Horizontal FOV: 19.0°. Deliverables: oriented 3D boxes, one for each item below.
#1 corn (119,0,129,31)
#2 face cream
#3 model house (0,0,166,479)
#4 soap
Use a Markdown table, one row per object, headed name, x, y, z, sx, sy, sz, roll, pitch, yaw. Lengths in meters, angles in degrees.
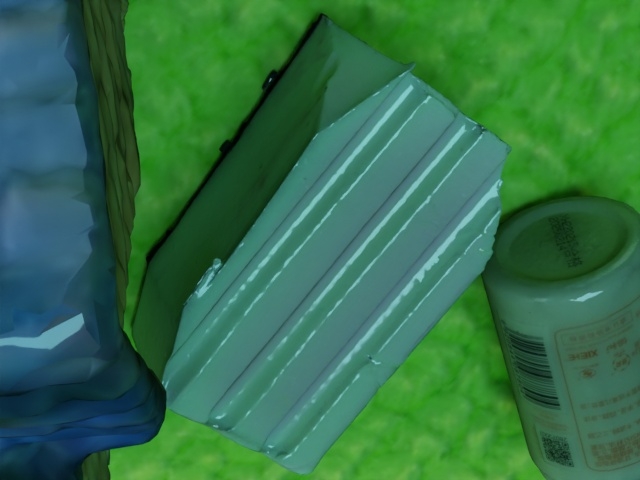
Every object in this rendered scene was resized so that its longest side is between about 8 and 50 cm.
| name | x | y | z | sx | sy | sz | roll | pitch | yaw |
| --- | --- | --- | --- | --- | --- | --- | --- | --- | --- |
| corn | -0.166 | -0.028 | 0.958 | 0.126 | 0.126 | 0.335 | 10 | 111 | -23 |
| face cream | 0.169 | 0.100 | 1.148 | 0.101 | 0.101 | 0.252 | -22 | 124 | -5 |
| model house | -0.246 | 0.070 | 0.704 | 0.395 | 0.400 | 0.445 | -9 | 117 | -6 |
| soap | 0.000 | 0.000 | 1.042 | 0.145 | 0.091 | 0.230 | 31 | 105 | -33 |
